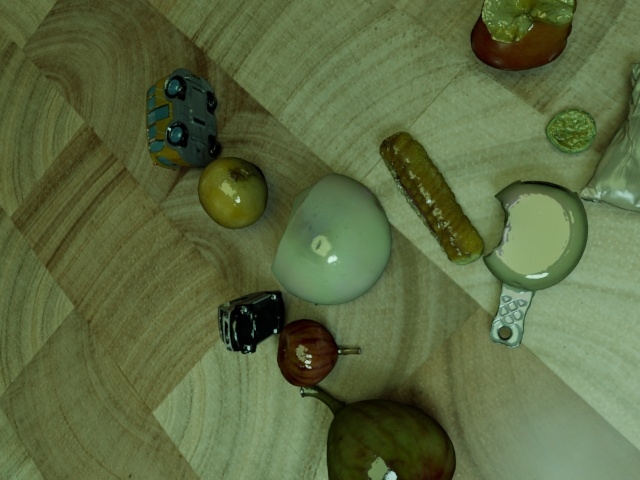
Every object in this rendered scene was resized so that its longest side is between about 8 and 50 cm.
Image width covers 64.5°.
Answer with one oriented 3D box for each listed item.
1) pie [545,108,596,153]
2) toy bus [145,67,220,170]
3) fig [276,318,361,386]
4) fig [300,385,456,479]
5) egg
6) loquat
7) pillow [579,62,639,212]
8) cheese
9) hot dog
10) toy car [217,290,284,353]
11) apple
[{"bbox_3d":[0.445,-0.193,0.897,0.084,0.021,0.084,-4,78,20],"label":"pie"},{"bbox_3d":[-0.313,-0.256,1.121,0.136,0.126,0.209,-9,81,27],"label":"toy bus"},{"bbox_3d":[-0.016,0.203,0.967,0.150,0.128,0.128,-34,71,-17],"label":"fig"},{"bbox_3d":[0.070,0.340,0.896,0.321,0.217,0.217,38,97,42],"label":"fig"},{"bbox_3d":[0.018,-0.001,0.950,0.207,0.162,0.270,15,89,22],"label":"egg"},{"bbox_3d":[-0.179,-0.098,1.042,0.163,0.163,0.137,26,57,20],"label":"loquat"},{"bbox_3d":[0.557,-0.171,0.831,0.173,0.067,0.270,20,90,15],"label":"pillow"},{"bbox_3d":[0.349,0.042,0.871,0.163,0.082,0.286,19,91,21],"label":"cheese"},{"bbox_3d":[0.204,-0.083,0.946,0.083,0.068,0.288,-32,73,6],"label":"hot dog"},{"bbox_3d":[-0.146,0.150,0.965,0.108,0.210,0.089,-1,95,17],"label":"toy car"},{"bbox_3d":[0.356,-0.376,0.889,0.158,0.147,0.156,25,59,11],"label":"apple"}]
